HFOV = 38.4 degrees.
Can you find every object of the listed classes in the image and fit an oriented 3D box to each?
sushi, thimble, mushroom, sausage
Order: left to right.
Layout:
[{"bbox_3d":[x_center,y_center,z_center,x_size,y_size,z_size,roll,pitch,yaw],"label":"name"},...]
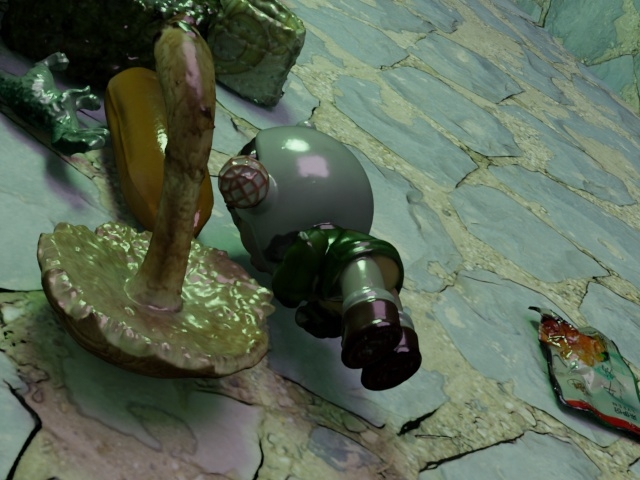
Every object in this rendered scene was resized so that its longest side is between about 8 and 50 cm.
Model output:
[{"bbox_3d":[-0.297,-0.356,1.364,0.294,0.178,0.352,23,29,-19],"label":"sushi"},{"bbox_3d":[-0.155,-0.016,0.823,0.207,0.302,0.233,-19,32,-16],"label":"mushroom"},{"bbox_3d":[-0.194,-0.097,1.108,0.112,0.112,0.328,13,34,-31],"label":"sausage"},{"bbox_3d":[-0.112,-0.327,1.538,0.137,0.144,0.190,-6,44,-51],"label":"thimble"}]

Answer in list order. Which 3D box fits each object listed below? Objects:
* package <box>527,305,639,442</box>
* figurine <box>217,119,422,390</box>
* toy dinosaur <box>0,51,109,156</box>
[{"bbox_3d":[0.379,0.176,1.289,0.166,0.040,0.232,25,28,-13],"label":"package"},{"bbox_3d":[0.000,0.000,1.011,0.281,0.167,0.370,49,8,-44],"label":"figurine"},{"bbox_3d":[-0.359,-0.203,1.163,0.383,0.076,0.129,35,29,33],"label":"toy dinosaur"}]
